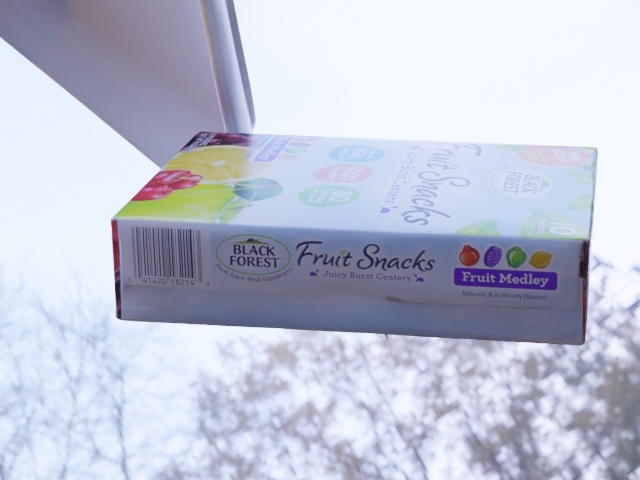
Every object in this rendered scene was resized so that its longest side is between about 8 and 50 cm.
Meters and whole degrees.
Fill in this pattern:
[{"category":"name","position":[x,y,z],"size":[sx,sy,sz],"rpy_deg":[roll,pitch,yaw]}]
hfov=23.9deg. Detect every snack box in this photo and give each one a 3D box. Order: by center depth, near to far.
[{"category":"snack box","position":[0.016,-0.004,0.482],"size":[0.141,0.100,0.037],"rpy_deg":[3,-69,11]}]

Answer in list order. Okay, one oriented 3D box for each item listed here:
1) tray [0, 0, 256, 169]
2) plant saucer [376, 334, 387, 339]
[{"category":"tray","position":[-0.107,-0.120,0.617],"size":[0.030,0.270,0.145],"rpy_deg":[-32,-42,-23]},{"category":"plant saucer","position":[0.000,0.000,1.243],"size":[0.037,0.195,0.195],"rpy_deg":[-43,-35,-5]}]
